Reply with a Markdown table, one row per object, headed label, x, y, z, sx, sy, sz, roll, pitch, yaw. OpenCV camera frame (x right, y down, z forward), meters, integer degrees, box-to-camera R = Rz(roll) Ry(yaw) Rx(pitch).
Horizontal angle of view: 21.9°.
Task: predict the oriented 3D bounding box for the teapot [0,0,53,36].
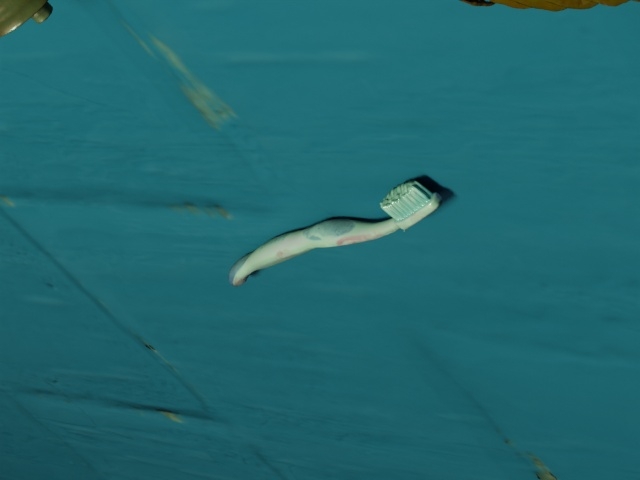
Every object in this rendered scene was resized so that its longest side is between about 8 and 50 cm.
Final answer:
| label | x | y | z | sx | sy | sz | roll | pitch | yaw |
| --- | --- | --- | --- | --- | --- | --- | --- | --- | --- |
| teapot | -0.195 | -0.148 | 0.927 | 0.080 | 0.085 | 0.110 | 47 | 169 | -32 |

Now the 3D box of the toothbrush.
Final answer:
| label | x | y | z | sx | sy | sz | roll | pitch | yaw |
| --- | --- | --- | --- | --- | --- | --- | --- | --- | --- |
| toothbrush | 0.000 | 0.000 | 1.071 | 0.027 | 0.021 | 0.269 | 48 | 150 | -12 |

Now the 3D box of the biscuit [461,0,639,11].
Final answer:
| label | x | y | z | sx | sy | sz | roll | pitch | yaw |
| --- | --- | --- | --- | --- | --- | --- | --- | --- | --- |
| biscuit | 0.036 | -0.199 | 0.636 | 0.318 | 0.040 | 0.318 | 22 | 155 | 11 |
